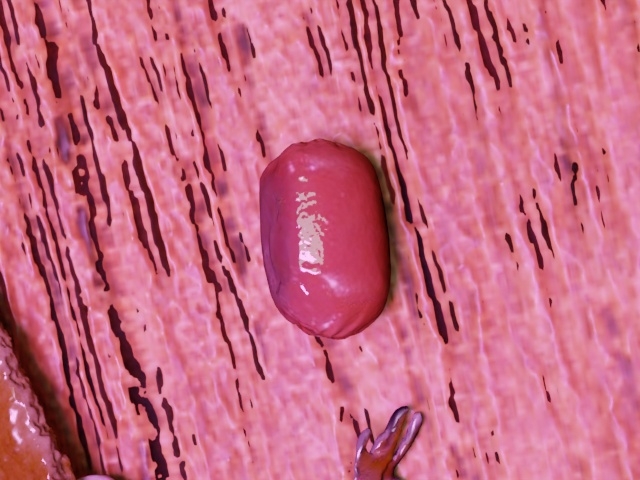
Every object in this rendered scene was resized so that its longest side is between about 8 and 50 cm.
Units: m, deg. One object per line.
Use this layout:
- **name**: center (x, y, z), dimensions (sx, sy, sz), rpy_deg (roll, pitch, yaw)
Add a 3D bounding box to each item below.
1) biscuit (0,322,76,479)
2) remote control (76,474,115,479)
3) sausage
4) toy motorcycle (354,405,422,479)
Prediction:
- **biscuit**: center (-0.237, 0.130, 0.725), dimensions (0.237, 0.026, 0.131), rpy_deg (-34, 75, 19)
- **remote control**: center (-0.128, 0.276, 0.692), dimensions (0.109, 0.055, 0.313), rpy_deg (26, 99, 38)
- **sausage**: center (0.000, 0.000, 0.656), dimensions (0.059, 0.054, 0.094), rpy_deg (-9, 85, 53)
- **toy motorcycle**: center (-0.007, 0.275, 0.621), dimensions (0.207, 0.134, 0.401), rpy_deg (19, 91, -4)
